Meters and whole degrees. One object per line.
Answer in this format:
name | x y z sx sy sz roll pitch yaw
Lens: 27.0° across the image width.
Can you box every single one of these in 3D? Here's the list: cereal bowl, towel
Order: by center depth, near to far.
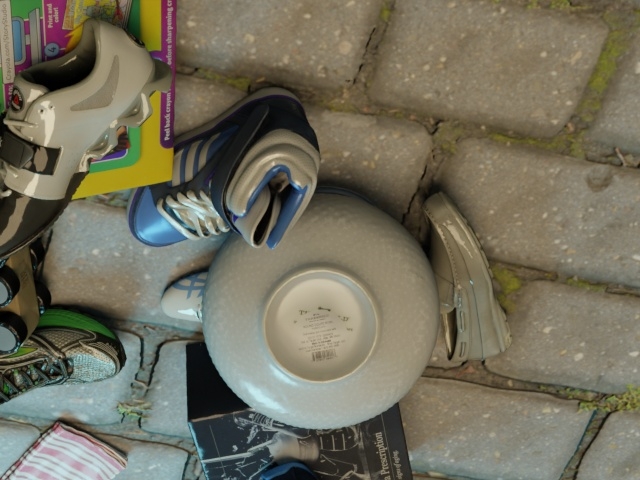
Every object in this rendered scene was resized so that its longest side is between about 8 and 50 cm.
cereal bowl | 0.001 0.104 1.836 0.338 0.141 0.339 0 96 -1
towel | -0.427 0.387 2.183 0.144 0.029 0.197 34 116 -26

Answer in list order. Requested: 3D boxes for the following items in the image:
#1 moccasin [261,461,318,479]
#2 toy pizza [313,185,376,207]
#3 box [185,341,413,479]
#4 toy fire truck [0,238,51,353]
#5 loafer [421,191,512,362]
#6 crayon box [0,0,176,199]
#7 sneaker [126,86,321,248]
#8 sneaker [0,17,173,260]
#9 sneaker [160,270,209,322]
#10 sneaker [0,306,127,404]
moccasin | 0.004 0.481 2.031 0.137 0.117 0.342 -31 124 16
toy pizza | 0.000 0.000 1.954 0.201 0.032 0.201 -3 126 -4
box | -0.024 0.313 2.089 0.312 0.179 0.343 -11 126 3
toy fire truck | -0.530 0.049 1.869 0.246 0.158 0.217 6 122 12
loafer | 0.199 0.066 1.979 0.111 0.112 0.319 -23 126 -1
crayon box | -0.342 -0.220 1.647 0.313 0.106 0.363 -12 129 -23
sneaker | -0.136 -0.050 1.772 0.322 0.236 0.130 -37 122 18
sneaker | -0.336 -0.126 1.571 0.330 0.122 0.146 -50 134 -2
sneaker | -0.127 0.099 1.960 0.237 0.086 0.085 0 134 14
sneaker | -0.458 0.196 1.968 0.343 0.146 0.134 -6 126 -4
